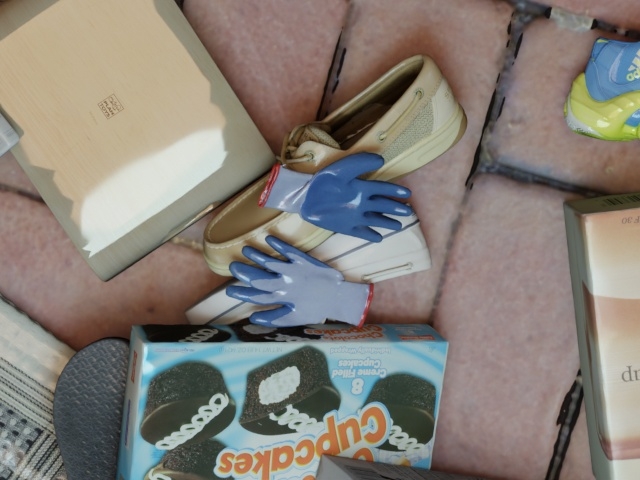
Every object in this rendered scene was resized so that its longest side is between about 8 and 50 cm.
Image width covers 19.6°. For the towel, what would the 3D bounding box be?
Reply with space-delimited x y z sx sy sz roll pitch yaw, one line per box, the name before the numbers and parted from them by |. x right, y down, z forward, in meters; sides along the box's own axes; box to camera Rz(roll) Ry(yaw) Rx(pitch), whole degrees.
towel | -0.324 0.249 1.934 0.324 0.056 0.312 38 96 -5

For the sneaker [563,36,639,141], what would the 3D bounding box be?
sneaker | 0.371 -0.146 1.861 0.240 0.091 0.126 12 97 0

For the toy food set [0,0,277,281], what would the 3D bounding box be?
toy food set | -0.211 -0.140 1.876 0.219 0.092 0.306 -34 102 0

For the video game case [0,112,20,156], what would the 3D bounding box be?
video game case | -0.416 -0.123 1.851 0.201 0.023 0.183 -34 97 38

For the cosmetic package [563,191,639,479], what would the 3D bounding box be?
cosmetic package | 0.341 0.102 1.874 0.153 0.129 0.296 -9 98 0

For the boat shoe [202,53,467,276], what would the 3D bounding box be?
boat shoe | 0.001 -0.078 1.849 0.302 0.109 0.098 -33 126 0

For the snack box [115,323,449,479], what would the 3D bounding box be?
snack box | -0.038 0.180 1.856 0.321 0.060 0.187 1 108 -21

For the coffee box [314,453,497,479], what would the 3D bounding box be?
coffee box | 0.133 0.328 1.862 0.297 0.119 0.168 12 97 -23

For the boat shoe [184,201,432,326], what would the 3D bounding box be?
boat shoe | -0.010 0.048 1.886 0.258 0.095 0.084 -24 93 5

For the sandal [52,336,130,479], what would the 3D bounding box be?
sandal | -0.219 0.214 1.885 0.097 0.054 0.255 5 109 10

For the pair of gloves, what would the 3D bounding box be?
pair of gloves | 0.000 0.000 1.813 0.159 0.023 0.198 12 109 -23
